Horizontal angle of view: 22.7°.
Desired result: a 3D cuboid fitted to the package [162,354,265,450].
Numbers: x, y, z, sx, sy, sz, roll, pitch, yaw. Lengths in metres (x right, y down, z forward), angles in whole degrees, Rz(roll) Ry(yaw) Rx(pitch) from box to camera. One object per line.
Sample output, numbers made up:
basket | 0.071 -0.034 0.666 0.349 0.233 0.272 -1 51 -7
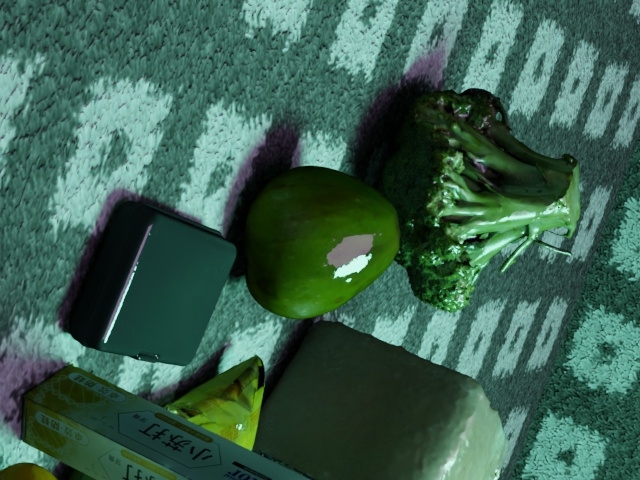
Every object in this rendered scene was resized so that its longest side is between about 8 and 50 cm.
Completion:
package | -0.138 0.239 1.911 0.226 0.090 0.168 -27 132 -62

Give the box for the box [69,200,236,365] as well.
box | -0.173 0.050 1.702 0.160 0.050 0.230 -68 158 -1

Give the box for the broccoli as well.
broccoli | 0.211 -0.047 2.195 0.321 0.283 0.304 -72 156 -44

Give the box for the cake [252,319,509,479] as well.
cake | 0.079 0.283 2.174 0.230 0.308 0.237 -62 154 -20

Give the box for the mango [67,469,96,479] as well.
mango | -0.256 0.329 1.736 0.130 0.092 0.195 -2 104 -64

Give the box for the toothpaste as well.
toothpaste | -0.148 0.221 1.571 0.089 0.313 0.071 -34 141 -52

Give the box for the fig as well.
fig | 0.000 0.000 1.903 0.181 0.191 0.181 -8 90 -87

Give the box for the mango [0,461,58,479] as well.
mango | -0.302 0.338 1.575 0.187 0.138 0.257 10 99 -49
